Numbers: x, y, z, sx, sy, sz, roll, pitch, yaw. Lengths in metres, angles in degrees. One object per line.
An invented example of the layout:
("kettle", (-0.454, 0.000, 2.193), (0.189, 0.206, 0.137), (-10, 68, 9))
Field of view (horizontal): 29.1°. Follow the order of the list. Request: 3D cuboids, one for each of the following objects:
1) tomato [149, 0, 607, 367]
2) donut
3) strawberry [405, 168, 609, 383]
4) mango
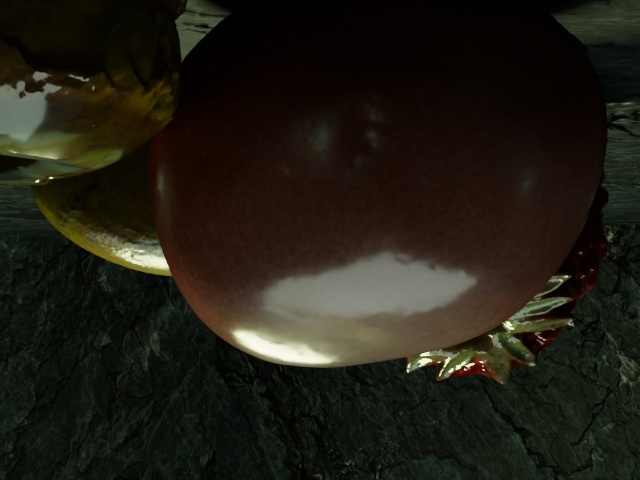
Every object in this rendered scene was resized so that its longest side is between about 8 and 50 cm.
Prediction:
("tomato", (0.049, -0.042, 0.911), (0.341, 0.273, 0.341), (0, 176, 0))
("donut", (-0.247, -0.109, 0.768), (0.330, 0.160, 0.330), (0, 169, 0))
("strawberry", (0.156, -0.028, 1.319), (0.292, 0.292, 0.343), (-1, -142, 7))
("mango", (-0.145, -0.051, 1.345), (0.329, 0.176, 0.175), (-8, 150, -33))
